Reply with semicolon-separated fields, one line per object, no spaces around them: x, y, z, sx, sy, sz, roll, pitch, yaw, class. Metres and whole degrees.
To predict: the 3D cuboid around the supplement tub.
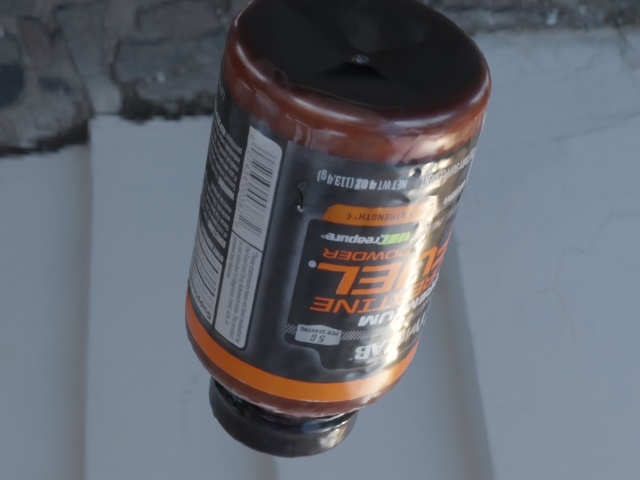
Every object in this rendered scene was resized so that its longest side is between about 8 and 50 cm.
0.000;0.000;0.593;0.106;0.106;0.198;3;130;-11;supplement tub
